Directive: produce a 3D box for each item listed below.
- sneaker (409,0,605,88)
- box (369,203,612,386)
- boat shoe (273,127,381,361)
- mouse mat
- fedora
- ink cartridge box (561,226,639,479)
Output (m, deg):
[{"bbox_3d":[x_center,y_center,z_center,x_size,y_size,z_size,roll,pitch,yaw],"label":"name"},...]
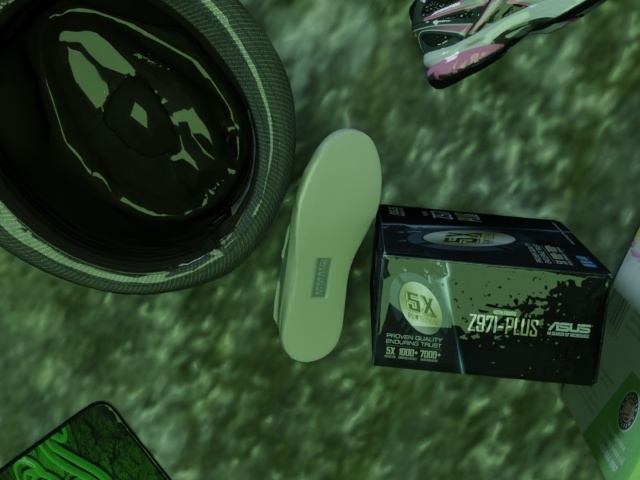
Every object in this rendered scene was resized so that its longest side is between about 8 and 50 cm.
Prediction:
[{"bbox_3d":[0.145,-0.186,0.747,0.178,0.072,0.077,-27,88,1],"label":"sneaker"},{"bbox_3d":[0.111,0.032,0.731,0.147,0.180,0.078,5,102,2],"label":"box"},{"bbox_3d":[0.000,0.000,0.789,0.066,0.063,0.184,-1,110,-21],"label":"boat shoe"},{"bbox_3d":[-0.186,0.247,0.871,0.152,0.007,0.190,-36,97,8],"label":"mouse mat"},{"bbox_3d":[-0.147,-0.096,0.743,0.275,0.124,0.244,39,102,-14],"label":"fedora"},{"bbox_3d":[0.306,0.005,0.705,0.119,0.207,0.354,22,101,-1],"label":"ink cartridge box"}]
